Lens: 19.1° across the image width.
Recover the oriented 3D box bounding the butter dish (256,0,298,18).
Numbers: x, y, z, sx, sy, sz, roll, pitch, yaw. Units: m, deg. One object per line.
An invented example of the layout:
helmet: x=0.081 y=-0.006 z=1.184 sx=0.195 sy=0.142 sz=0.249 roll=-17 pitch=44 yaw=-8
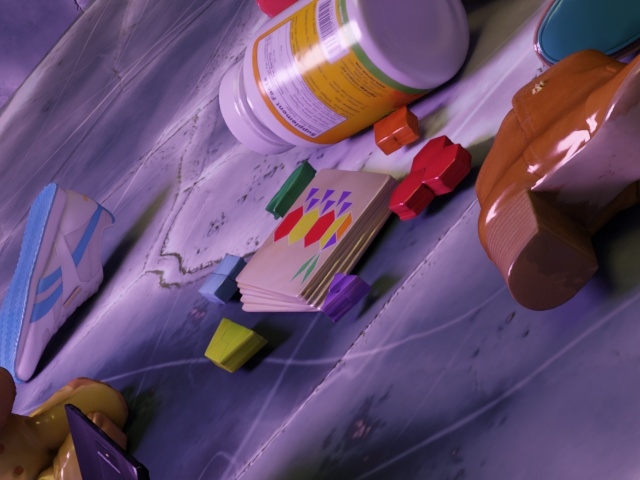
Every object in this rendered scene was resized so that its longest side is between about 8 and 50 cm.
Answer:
butter dish: x=-0.007 y=-0.275 z=2.076 sx=0.160 sy=0.160 sz=0.118 roll=-70 pitch=6 yaw=-48

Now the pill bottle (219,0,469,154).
pill bottle: x=0.013 y=-0.168 z=1.795 sx=0.246 sy=0.136 sz=0.136 roll=-27 pitch=29 yaw=48

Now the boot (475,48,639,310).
boot: x=0.209 y=-0.098 z=1.285 sx=0.295 sy=0.104 sz=0.211 roll=-47 pitch=19 yaw=19

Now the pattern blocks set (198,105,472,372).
pattern blocks set: x=0.000 y=0.000 z=1.672 sx=0.285 sy=0.026 sz=0.325 roll=-50 pitch=19 yaw=-3

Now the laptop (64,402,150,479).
laptop: x=-0.186 y=0.279 z=1.376 sx=0.136 sy=0.264 sz=0.234 roll=-15 pitch=11 yaw=-18

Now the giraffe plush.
giraffe plush: x=-0.303 y=0.184 z=1.762 sx=0.210 sy=0.170 sz=0.181 roll=-53 pitch=20 yaw=-12

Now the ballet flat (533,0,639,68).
ballet flat: x=0.264 y=-0.211 z=1.460 sx=0.232 sy=0.080 sz=0.073 roll=-41 pitch=-8 yaw=15

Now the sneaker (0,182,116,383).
sneaker: x=-0.300 y=0.055 z=2.146 sx=0.087 sy=0.092 sz=0.228 roll=-2 pitch=69 yaw=62
